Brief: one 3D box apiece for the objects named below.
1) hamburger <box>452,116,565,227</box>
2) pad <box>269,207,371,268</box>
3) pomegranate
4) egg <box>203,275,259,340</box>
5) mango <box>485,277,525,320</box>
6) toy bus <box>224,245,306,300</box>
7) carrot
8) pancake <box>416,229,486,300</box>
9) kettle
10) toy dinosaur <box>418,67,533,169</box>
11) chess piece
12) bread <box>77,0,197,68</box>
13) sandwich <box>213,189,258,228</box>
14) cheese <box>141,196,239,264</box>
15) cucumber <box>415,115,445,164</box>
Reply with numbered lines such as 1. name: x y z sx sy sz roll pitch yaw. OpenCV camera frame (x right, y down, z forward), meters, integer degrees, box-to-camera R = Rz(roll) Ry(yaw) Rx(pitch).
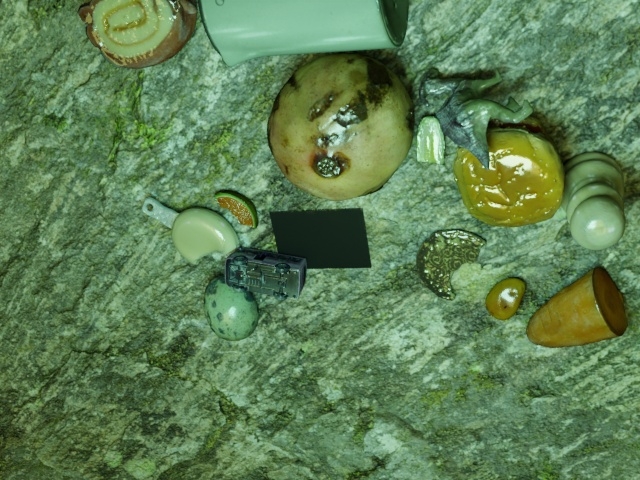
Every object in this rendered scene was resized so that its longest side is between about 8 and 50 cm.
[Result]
1. hamburger: 0.389 -0.141 1.509 0.244 0.163 0.245 10 129 12
2. pad: 0.000 0.000 1.806 0.245 0.006 0.170 -2 116 19
3. pomegranate: 0.043 -0.235 1.516 0.321 0.322 0.322 7 119 14
4. egg: -0.237 0.177 1.895 0.141 0.141 0.182 -20 99 25
5. mango: 0.441 0.137 1.708 0.080 0.060 0.114 44 123 8
6. toy bus: -0.138 0.079 1.830 0.198 0.108 0.096 10 116 12
7. carrot: 0.573 0.173 1.654 0.159 0.159 0.225 49 133 -11
8. pancake: 0.320 0.054 1.727 0.190 0.020 0.184 -24 107 28
9. kettle: -0.037 -0.543 1.419 0.376 0.250 0.362 -2 96 21
10. toy dinosaur: 0.308 -0.268 1.446 0.162 0.294 0.077 -29 131 6
11. chess piece: 0.552 -0.067 1.450 0.142 0.261 0.143 6 120 11
12. bread: -0.387 -0.488 1.603 0.244 0.123 0.190 -16 113 24
13. sandwich: -0.205 -0.085 1.812 0.135 0.029 0.067 38 127 -6
14. cheese: -0.335 -0.044 1.851 0.163 0.071 0.249 -37 101 30
15. cucumber: 0.248 -0.224 1.593 0.067 0.035 0.108 9 114 25
